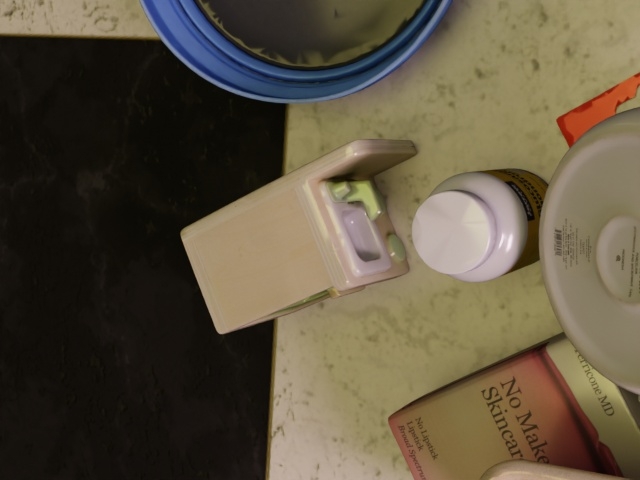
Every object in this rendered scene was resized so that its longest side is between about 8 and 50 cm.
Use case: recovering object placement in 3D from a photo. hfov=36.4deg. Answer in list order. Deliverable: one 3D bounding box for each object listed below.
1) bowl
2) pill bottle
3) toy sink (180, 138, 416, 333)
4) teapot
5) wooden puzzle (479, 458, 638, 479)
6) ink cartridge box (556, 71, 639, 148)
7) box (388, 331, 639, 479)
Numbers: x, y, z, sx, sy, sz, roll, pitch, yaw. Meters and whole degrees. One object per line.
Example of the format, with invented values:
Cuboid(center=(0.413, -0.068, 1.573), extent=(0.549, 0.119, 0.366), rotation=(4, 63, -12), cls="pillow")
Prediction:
Cuboid(center=(-0.026, -0.341, 1.020), extent=(0.391, 0.077, 0.391), rotation=(5, 106, 20), cls="bowl")
Cuboid(center=(0.157, -0.015, 0.926), extent=(0.103, 0.184, 0.103), rotation=(4, 97, 29), cls="pill bottle")
Cuboid(center=(0.000, 0.000, 1.035), extent=(0.234, 0.153, 0.131), rotation=(-25, 83, 28), cls="toy sink")
Cuboid(center=(0.317, 0.008, 0.790), extent=(0.252, 0.187, 0.256), rotation=(65, 147, 28), cls="teapot")
Cuboid(center=(0.330, 0.283, 0.798), extent=(0.348, 0.322, 0.080), rotation=(0, 59, 27), cls="wooden puzzle")
Cuboid(center=(0.341, -0.052, 0.897), extent=(0.189, 0.066, 0.232), rotation=(-29, 85, 28), cls="ink cartridge box")
Cuboid(center=(0.210, 0.185, 0.951), extent=(0.232, 0.127, 0.148), rotation=(-30, 80, 28), cls="box")
